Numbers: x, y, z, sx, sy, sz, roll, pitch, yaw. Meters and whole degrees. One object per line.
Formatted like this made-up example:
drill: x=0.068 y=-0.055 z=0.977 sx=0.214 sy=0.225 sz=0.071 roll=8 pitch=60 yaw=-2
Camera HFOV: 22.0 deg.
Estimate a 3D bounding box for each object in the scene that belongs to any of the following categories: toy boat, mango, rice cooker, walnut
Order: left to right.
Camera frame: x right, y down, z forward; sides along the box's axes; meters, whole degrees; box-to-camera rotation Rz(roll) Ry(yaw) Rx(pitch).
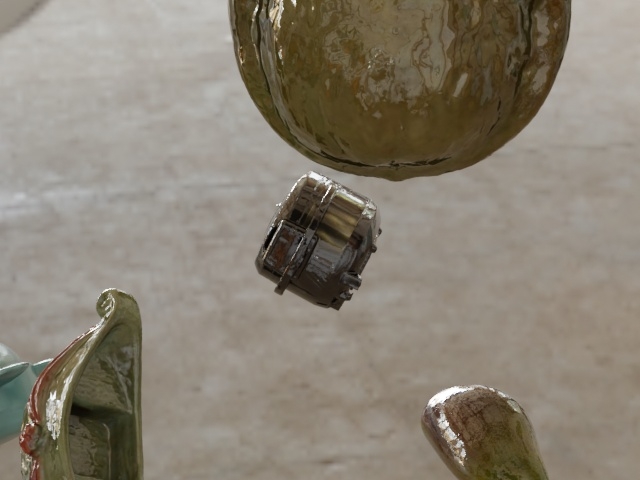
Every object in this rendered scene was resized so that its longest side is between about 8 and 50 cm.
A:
toy boat: x=-0.139 y=0.123 z=1.001 sx=0.071 sy=0.185 sz=0.089 roll=-19 pitch=-26 yaw=33
rice cooker: x=0.000 y=0.000 z=1.572 sx=0.106 sy=0.112 sz=0.165 roll=26 pitch=19 yaw=-5
walnut: x=0.059 y=-0.183 z=1.245 sx=0.283 sy=0.283 sz=0.227 roll=1 pitch=7 yaw=4
mango: x=0.225 y=0.269 z=2.226 sx=0.133 sy=0.111 sz=0.267 roll=-22 pitch=30 yaw=-13

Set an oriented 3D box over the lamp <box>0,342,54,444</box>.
lamp: x=-0.385 y=0.178 z=1.521 sx=0.284 sy=0.147 sz=0.209 roll=-40 pitch=-6 yaw=1
